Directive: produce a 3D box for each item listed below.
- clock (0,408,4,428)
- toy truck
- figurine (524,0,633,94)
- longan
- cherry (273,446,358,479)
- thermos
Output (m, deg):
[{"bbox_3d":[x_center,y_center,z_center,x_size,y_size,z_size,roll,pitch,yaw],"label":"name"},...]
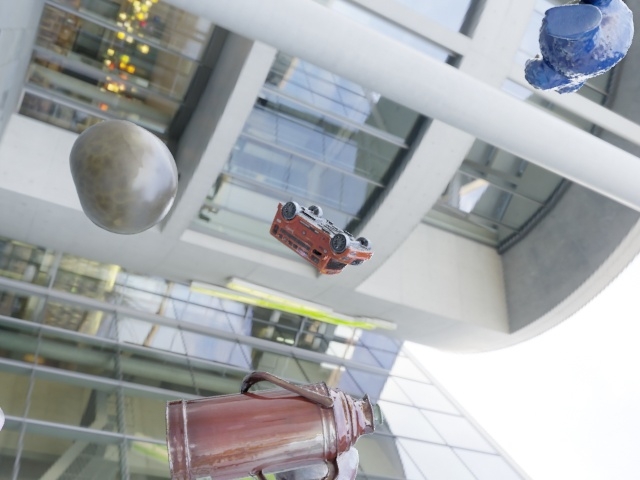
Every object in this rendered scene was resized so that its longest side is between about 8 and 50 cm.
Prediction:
[{"bbox_3d":[-0.314,0.107,0.422,0.150,0.063,0.197,-40,-140,-20],"label":"clock"},{"bbox_3d":[0.000,0.000,1.519,0.253,0.108,0.114,35,-74,34],"label":"toy truck"},{"bbox_3d":[0.373,-0.276,0.921,0.164,0.121,0.262,-54,162,12],"label":"figurine"},{"bbox_3d":[-0.360,-0.117,1.187,0.198,0.198,0.212,-1,-74,65],"label":"longan"},{"bbox_3d":[-0.023,0.355,1.059,0.148,0.115,0.188,-35,-122,7],"label":"cherry"},{"bbox_3d":[-0.044,0.209,0.694,0.098,0.232,0.124,97,-15,-46],"label":"thermos"}]
